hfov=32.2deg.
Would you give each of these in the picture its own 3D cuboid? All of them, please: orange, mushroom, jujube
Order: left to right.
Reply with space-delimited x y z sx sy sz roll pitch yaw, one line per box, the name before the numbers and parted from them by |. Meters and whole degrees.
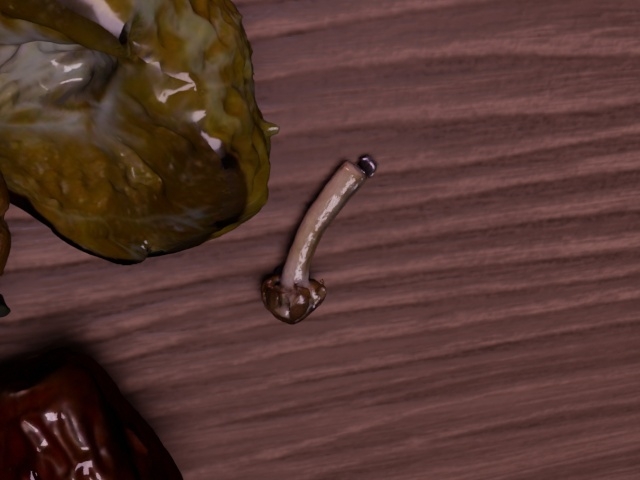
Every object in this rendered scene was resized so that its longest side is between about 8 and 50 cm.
jujube | -0.227 0.248 1.072 0.197 0.197 0.290 -19 108 -8
orange | -0.176 -0.148 0.841 0.368 0.271 0.210 51 53 -34
mushroom | 0.000 0.000 1.091 0.060 0.061 0.187 22 105 -22

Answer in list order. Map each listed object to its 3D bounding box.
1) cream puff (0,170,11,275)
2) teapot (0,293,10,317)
cream puff | -0.299 -0.015 0.794 0.150 0.115 0.165 -30 80 -8
teapot | -0.413 0.153 0.931 0.270 0.200 0.337 6 105 -20
